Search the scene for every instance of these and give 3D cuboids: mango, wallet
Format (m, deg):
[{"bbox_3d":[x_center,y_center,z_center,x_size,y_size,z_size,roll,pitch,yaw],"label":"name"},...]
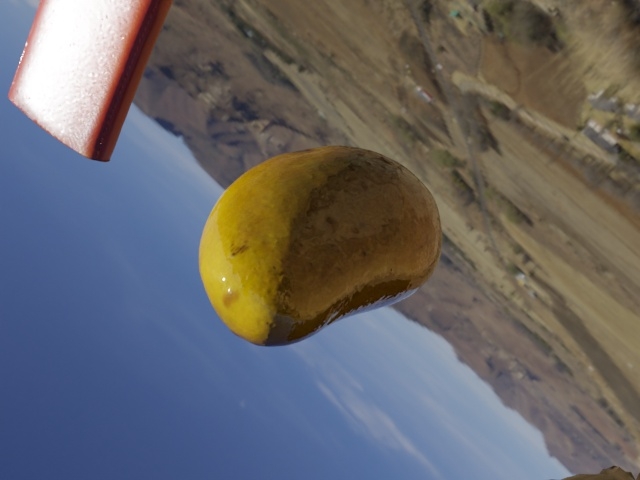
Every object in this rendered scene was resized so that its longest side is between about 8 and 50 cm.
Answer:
[{"bbox_3d":[-0.001,-0.003,0.468,0.178,0.090,0.115,-19,-124,-40],"label":"mango"},{"bbox_3d":[-0.229,-0.200,0.778,0.142,0.204,0.045,34,-160,18],"label":"wallet"}]

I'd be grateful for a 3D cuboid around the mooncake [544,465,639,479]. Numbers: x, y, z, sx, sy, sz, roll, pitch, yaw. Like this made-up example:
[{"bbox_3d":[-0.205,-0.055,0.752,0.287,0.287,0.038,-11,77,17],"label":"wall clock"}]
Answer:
[{"bbox_3d":[0.179,0.335,0.545,0.187,0.324,0.324,-9,-142,-31],"label":"mooncake"}]
